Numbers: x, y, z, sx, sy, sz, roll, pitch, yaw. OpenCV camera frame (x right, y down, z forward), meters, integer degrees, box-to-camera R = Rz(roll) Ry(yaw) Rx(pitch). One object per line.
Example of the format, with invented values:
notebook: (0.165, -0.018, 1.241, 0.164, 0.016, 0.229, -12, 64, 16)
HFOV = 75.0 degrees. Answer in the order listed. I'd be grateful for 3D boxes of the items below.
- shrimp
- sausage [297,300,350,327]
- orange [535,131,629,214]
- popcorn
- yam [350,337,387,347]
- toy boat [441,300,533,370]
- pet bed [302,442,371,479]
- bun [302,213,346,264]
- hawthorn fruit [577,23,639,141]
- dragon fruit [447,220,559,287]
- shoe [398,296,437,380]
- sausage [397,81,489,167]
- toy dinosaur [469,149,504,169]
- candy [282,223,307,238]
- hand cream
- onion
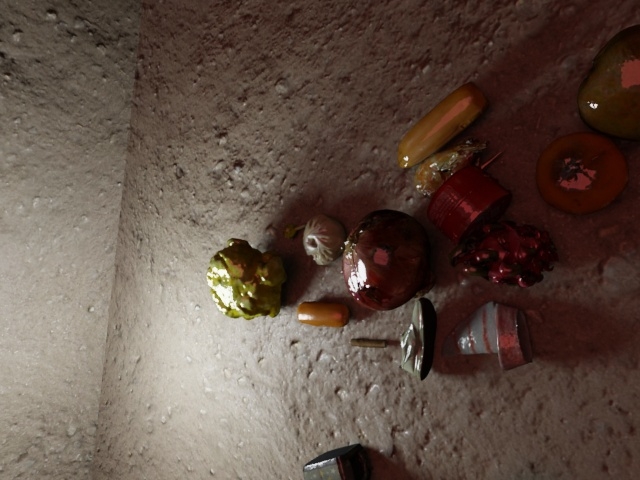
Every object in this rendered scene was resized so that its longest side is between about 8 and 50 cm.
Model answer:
shrimp: (0.423, -0.239, 1.356, 0.294, 0.062, 0.154, -36, 61, 48)
sausage: (0.009, 0.288, 1.624, 0.238, 0.098, 0.098, -2, 87, 32)
orange: (0.700, -0.181, 1.126, 0.223, 0.170, 0.224, 0, 91, 39)
popcorn: (-0.309, 0.163, 1.723, 0.333, 0.292, 0.294, 14, 59, 4)
yam: (0.177, 0.380, 1.540, 0.145, 0.032, 0.032, -6, 84, 35)
toy boat: (0.499, 0.305, 1.309, 0.282, 0.096, 0.206, -23, 68, 44)
pet bed: (0.064, 0.854, 1.505, 0.210, 0.183, 0.160, -31, 69, 30)
bun: (0.000, 0.000, 1.621, 0.178, 0.127, 0.193, 38, 110, 28)
hawthorn fruit: (0.806, -0.369, 1.019, 0.300, 0.267, 0.268, 31, 105, 29)
dragon fruit: (0.526, 0.038, 1.184, 0.198, 0.272, 0.219, -45, 56, 50)
shoe: (0.323, 0.325, 1.401, 0.098, 0.103, 0.275, 8, 93, 36)
sausage: (0.381, -0.367, 1.382, 0.353, 0.116, 0.134, -39, 47, 28)
toy dinosaur: (0.507, -0.217, 1.341, 0.161, 0.039, 0.127, -1, 95, 37)
candy: (-0.071, -0.059, 1.725, 0.193, 0.062, 0.058, -19, 33, 23)
hand cream: (0.447, -0.102, 1.265, 0.149, 0.230, 0.230, 47, 113, 28)
onion: (0.207, 0.065, 1.353, 0.353, 0.353, 0.355, -2, 87, 34)
